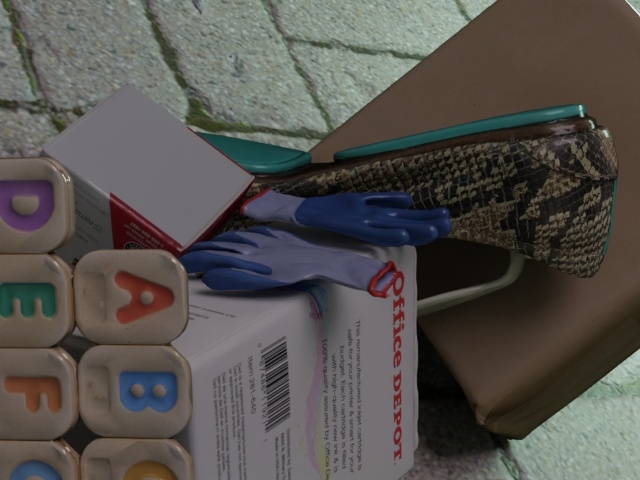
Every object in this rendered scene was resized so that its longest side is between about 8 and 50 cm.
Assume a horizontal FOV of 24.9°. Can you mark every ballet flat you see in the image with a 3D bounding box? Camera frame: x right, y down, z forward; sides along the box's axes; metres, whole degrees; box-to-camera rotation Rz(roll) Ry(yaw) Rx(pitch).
[{"bbox_3d":[0.002,-0.015,1.201,0.483,0.182,0.164,0,7,19],"label":"ballet flat"}]

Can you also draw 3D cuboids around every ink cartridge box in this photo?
[{"bbox_3d":[-0.161,0.000,1.114,0.128,0.176,0.127,36,38,2],"label":"ink cartridge box"},{"bbox_3d":[-0.047,0.117,1.033,0.117,0.201,0.278,12,24,31],"label":"ink cartridge box"}]

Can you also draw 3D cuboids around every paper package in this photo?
[{"bbox_3d":[0.197,-0.039,1.303,0.309,0.325,0.168,54,5,24],"label":"paper package"}]

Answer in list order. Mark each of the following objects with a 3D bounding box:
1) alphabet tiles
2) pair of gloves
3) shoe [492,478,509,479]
[{"bbox_3d":[-0.214,0.092,0.881,0.278,0.284,0.021,0,5,10],"label":"alphabet tiles"},{"bbox_3d":[0.000,0.000,1.025,0.159,0.023,0.198,9,22,22],"label":"pair of gloves"},{"bbox_3d":[0.233,0.245,1.235,0.219,0.076,0.058,13,46,-24],"label":"shoe"}]
